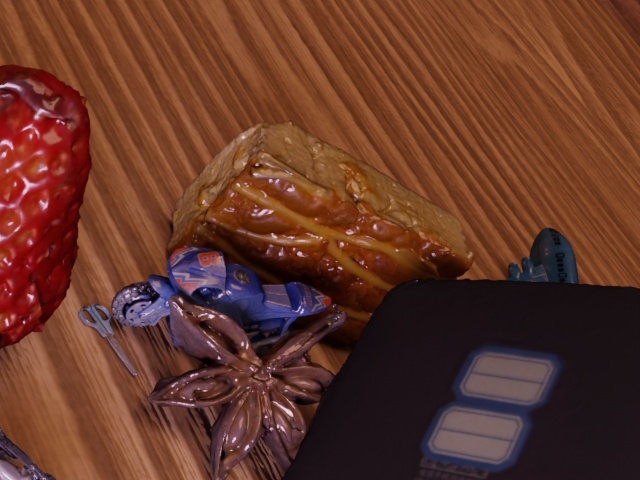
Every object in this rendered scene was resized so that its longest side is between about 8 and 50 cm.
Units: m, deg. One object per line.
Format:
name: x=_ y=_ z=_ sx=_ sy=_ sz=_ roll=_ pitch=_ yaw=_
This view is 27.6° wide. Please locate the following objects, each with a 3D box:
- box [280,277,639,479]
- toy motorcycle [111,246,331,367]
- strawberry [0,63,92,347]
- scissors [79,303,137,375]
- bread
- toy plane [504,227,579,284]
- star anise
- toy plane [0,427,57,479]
box: x=0.144 y=0.183 z=1.085 sx=0.091 sy=0.359 sz=0.350 roll=57 pitch=48 yaw=-36
toy motorcycle: x=-0.094 y=0.062 z=1.243 sx=0.205 sy=0.114 sz=0.076 roll=20 pitch=35 yaw=-35
strawberry: x=-0.268 y=-0.034 z=1.027 sx=0.205 sy=0.244 sz=0.205 roll=28 pitch=33 yaw=-21
scissors: x=-0.191 y=0.091 z=1.197 sx=0.083 sy=0.006 sz=0.036 roll=52 pitch=29 yaw=19
bread: x=0.000 y=0.000 z=1.378 sx=0.275 sy=0.185 sz=0.114 roll=27 pitch=38 yaw=-26
toy plane: x=0.309 y=0.088 z=1.713 sx=0.254 sy=0.105 sz=0.271 roll=28 pitch=30 yaw=-25
star anise: x=-0.064 y=0.140 z=1.190 sx=0.208 sy=0.063 sz=0.171 roll=5 pitch=75 yaw=-30
toy plane: x=-0.211 y=0.205 z=0.949 sx=0.197 sy=0.078 sz=0.053 roll=52 pitch=24 yaw=-13
